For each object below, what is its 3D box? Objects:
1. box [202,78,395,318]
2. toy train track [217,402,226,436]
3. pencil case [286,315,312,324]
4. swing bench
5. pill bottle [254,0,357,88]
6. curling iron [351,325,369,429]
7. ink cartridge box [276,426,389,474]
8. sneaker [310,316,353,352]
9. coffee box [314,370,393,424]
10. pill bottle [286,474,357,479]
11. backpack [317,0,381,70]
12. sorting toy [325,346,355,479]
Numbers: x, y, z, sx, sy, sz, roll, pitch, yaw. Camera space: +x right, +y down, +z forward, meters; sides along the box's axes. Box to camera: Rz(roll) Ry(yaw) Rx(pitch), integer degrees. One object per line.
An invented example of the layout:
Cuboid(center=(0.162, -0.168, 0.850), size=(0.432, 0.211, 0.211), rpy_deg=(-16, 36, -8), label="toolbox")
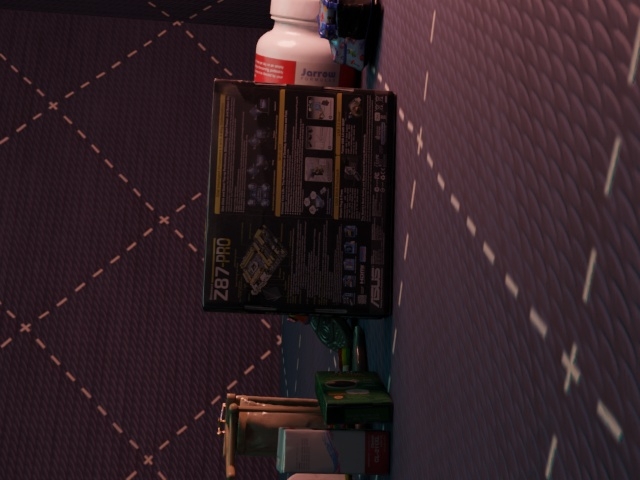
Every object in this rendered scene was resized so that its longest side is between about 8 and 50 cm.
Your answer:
Cuboid(center=(-0.036, -0.068, 1.687), size=(0.097, 0.318, 0.395), rpy_deg=(132, 140, -78), label="box")
Cuboid(center=(-0.204, 0.377, 2.068), size=(0.083, 0.014, 0.048), rpy_deg=(-86, -4, -49), label="toy train track")
Cuboid(center=(-0.010, 0.058, 1.982), size=(0.236, 0.104, 0.104), rpy_deg=(-58, 9, 3), label="pencil case")
Cuboid(center=(-0.077, 0.413, 2.112), size=(0.254, 0.253, 0.165), rpy_deg=(180, 93, -83), label="swing bench")
Cuboid(center=(-0.035, -0.331, 2.182), size=(0.229, 0.229, 0.408), rpy_deg=(-108, 21, -72), label="pill bottle")
Cuboid(center=(0.070, 0.278, 1.837), size=(0.068, 0.035, 0.274), rpy_deg=(101, 169, -53), label="curling iron")
Cuboid(center=(0.018, 0.350, 1.641), size=(0.127, 0.175, 0.072), rpy_deg=(129, 143, -79), label="ink cartridge box")
Cuboid(center=(0.032, 0.148, 2.080), size=(0.227, 0.130, 0.087), rpy_deg=(44, 132, 44), label="sneaker")
Cuboid(center=(0.053, 0.264, 1.668), size=(0.184, 0.113, 0.040), rpy_deg=(-130, 40, -79), label="coffee box")
Cuboid(center=(-0.005, 0.579, 1.805), size=(0.161, 0.161, 0.283), rpy_deg=(-103, 17, -67), label="pill bottle")
Cuboid(center=(0.052, -0.431, 1.968), size=(0.158, 0.116, 0.173), rpy_deg=(-94, 6, -51), label="backpack")
Cuboid(center=(0.037, 0.334, 1.850), size=(0.274, 0.046, 0.132), rpy_deg=(-84, -13, -54), label="sorting toy")
